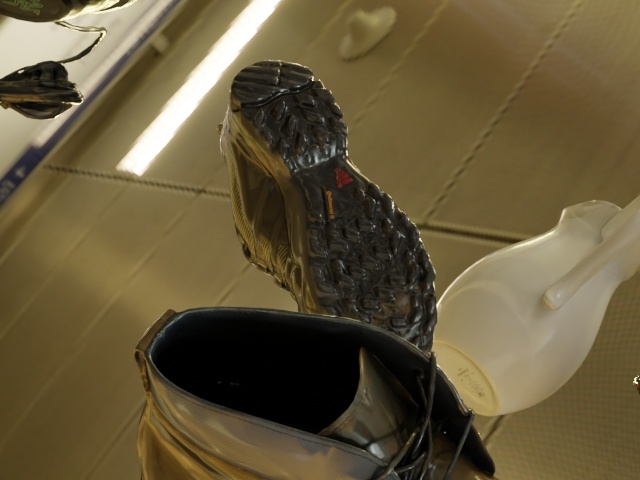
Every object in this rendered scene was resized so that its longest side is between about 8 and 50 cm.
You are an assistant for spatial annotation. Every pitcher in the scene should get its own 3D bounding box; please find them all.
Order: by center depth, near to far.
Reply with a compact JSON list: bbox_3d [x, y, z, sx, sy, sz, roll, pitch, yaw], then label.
[{"bbox_3d":[0.193,0.044,0.966,0.207,0.125,0.178,-40,172,-24],"label":"pitcher"}]

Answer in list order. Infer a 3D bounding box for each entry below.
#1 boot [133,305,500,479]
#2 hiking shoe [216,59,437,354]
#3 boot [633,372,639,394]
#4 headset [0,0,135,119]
[{"bbox_3d":[0.033,0.090,0.374,0.219,0.106,0.082,14,-130,17],"label":"boot"},{"bbox_3d":[0.000,0.000,0.747,0.086,0.226,0.114,-18,168,-22],"label":"hiking shoe"},{"bbox_3d":[0.395,0.074,0.959,0.284,0.138,0.377,-35,-173,2],"label":"boot"},{"bbox_3d":[-0.192,-0.224,0.704,0.394,0.185,0.243,99,-7,-50],"label":"headset"}]
